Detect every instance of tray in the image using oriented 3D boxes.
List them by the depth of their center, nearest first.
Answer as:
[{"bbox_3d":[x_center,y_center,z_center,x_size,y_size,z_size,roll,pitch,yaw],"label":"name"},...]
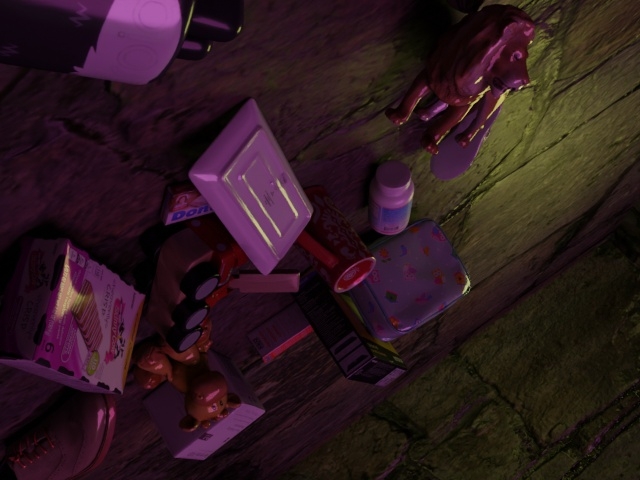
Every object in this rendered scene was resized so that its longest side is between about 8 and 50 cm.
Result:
[{"bbox_3d":[-0.083,-0.065,0.983,0.145,0.030,0.270,-56,146,-19],"label":"tray"}]

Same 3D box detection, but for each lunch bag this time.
[{"bbox_3d":[0.192,0.079,1.516,0.279,0.224,0.108,-27,171,-34],"label":"lunch bag"}]

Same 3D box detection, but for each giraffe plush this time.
[{"bbox_3d":[-0.245,0.272,1.298,0.181,0.170,0.210,-33,155,-14],"label":"giraffe plush"}]

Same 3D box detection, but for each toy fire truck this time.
[{"bbox_3d":[-0.154,0.053,1.100,0.246,0.158,0.217,-33,157,-42],"label":"toy fire truck"}]

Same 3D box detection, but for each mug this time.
[{"bbox_3d":[-0.002,0.006,1.178,0.150,0.169,0.113,-18,149,-39],"label":"mug"}]

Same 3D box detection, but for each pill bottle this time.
[{"bbox_3d":[0.138,-0.085,1.317,0.087,0.087,0.160,-32,155,-15],"label":"pill bottle"}]

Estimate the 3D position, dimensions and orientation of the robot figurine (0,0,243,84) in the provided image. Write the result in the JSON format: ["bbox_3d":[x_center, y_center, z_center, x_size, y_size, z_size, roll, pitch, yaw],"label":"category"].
[{"bbox_3d":[-0.195,-0.213,0.490,0.278,0.173,0.209,2,137,-34],"label":"robot figurine"}]

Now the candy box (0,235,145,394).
[{"bbox_3d":[-0.331,0.110,0.910,0.071,0.159,0.233,3,159,12],"label":"candy box"}]

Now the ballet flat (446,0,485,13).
[{"bbox_3d":[0.271,-0.411,0.946,0.221,0.079,0.077,-48,152,18],"label":"ballet flat"}]

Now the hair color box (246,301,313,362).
[{"bbox_3d":[-0.089,0.207,1.525,0.141,0.072,0.043,-33,155,-12],"label":"hair color box"}]

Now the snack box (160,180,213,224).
[{"bbox_3d":[-0.154,-0.071,1.010,0.178,0.022,0.064,-19,150,-38],"label":"snack box"}]

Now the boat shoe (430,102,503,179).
[{"bbox_3d":[0.296,-0.212,1.328,0.070,0.078,0.219,-44,169,-53],"label":"boat shoe"}]

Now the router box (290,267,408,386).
[{"bbox_3d":[0.069,0.205,1.532,0.081,0.243,0.309,-39,157,7],"label":"router box"}]

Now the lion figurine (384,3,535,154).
[{"bbox_3d":[0.248,-0.263,1.084,0.240,0.142,0.392,-49,176,24],"label":"lion figurine"}]

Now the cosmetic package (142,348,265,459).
[{"bbox_3d":[-0.251,0.361,1.466,0.184,0.151,0.151,-39,155,0],"label":"cosmetic package"}]

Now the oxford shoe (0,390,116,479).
[{"bbox_3d":[-0.488,0.382,1.215,0.130,0.123,0.348,6,129,-51],"label":"oxford shoe"}]
